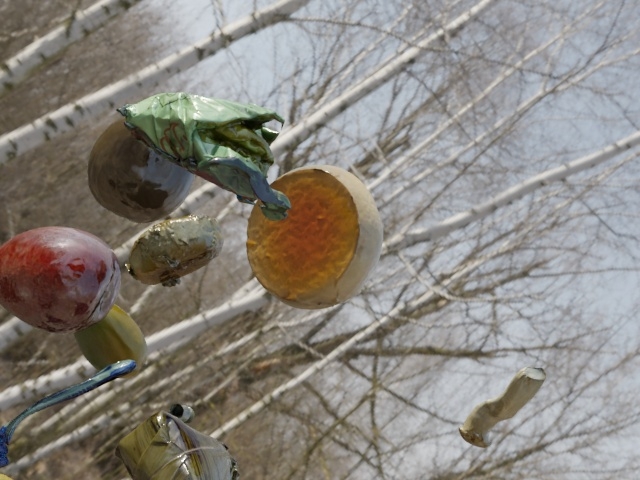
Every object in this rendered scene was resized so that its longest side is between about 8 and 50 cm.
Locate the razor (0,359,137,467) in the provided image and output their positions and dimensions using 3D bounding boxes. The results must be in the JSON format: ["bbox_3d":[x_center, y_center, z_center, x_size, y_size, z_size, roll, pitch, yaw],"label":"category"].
[{"bbox_3d":[-0.511,0.319,1.451,0.093,0.324,0.056,21,-45,48],"label":"razor"}]

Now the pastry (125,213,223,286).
[{"bbox_3d":[-0.353,0.028,1.833,0.257,0.235,0.121,-1,64,-59],"label":"pastry"}]

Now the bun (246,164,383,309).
[{"bbox_3d":[0.000,0.000,1.508,0.299,0.299,0.164,43,15,28],"label":"bun"}]

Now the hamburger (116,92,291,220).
[{"bbox_3d":[-0.140,-0.152,1.090,0.276,0.151,0.260,30,1,24],"label":"hamburger"}]

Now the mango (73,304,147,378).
[{"bbox_3d":[-0.499,0.214,1.706,0.156,0.114,0.251,-7,-64,34],"label":"mango"}]

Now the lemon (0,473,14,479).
[{"bbox_3d":[-0.845,0.695,1.819,0.228,0.254,0.228,38,-6,5],"label":"lemon"}]

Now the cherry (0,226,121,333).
[{"bbox_3d":[-0.504,0.063,1.386,0.239,0.206,0.239,34,3,-2],"label":"cherry"}]

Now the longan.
[{"bbox_3d":[-0.480,-0.196,1.982,0.297,0.297,0.297,46,-19,20],"label":"longan"}]

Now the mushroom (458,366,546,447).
[{"bbox_3d":[0.316,0.289,1.269,0.059,0.202,0.054,19,33,-30],"label":"mushroom"}]

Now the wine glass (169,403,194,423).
[{"bbox_3d":[-0.296,0.364,1.551,0.083,0.038,0.042,69,9,-69],"label":"wine glass"}]

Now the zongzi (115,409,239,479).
[{"bbox_3d":[-0.207,0.472,1.331,0.300,0.145,0.274,44,0,41],"label":"zongzi"}]
